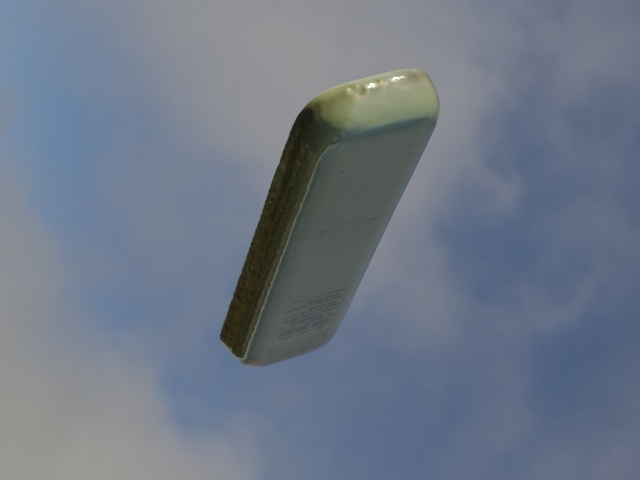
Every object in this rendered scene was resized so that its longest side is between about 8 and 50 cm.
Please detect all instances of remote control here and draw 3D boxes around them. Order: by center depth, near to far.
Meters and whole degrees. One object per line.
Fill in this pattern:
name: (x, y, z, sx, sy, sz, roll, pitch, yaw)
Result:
remote control: (-0.001, 0.000, 0.817, 0.038, 0.090, 0.309, 65, -23, 24)
